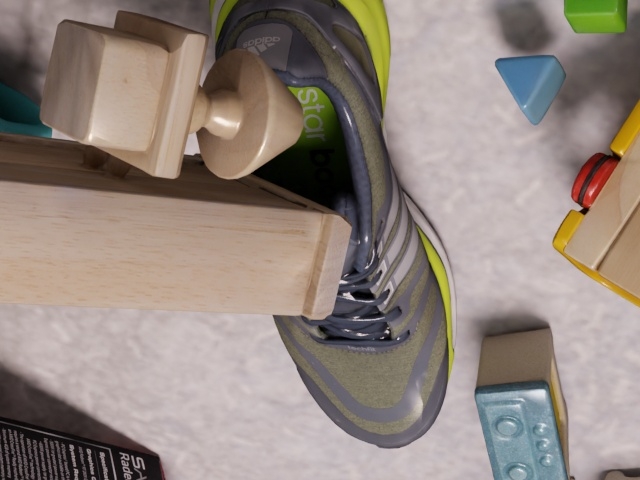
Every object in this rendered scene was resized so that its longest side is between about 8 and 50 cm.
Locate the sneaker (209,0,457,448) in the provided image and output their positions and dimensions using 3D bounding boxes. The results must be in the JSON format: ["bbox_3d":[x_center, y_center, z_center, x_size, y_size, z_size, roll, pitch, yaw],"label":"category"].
[{"bbox_3d":[0.000,0.000,0.755,0.111,0.121,0.300,-10,122,15],"label":"sneaker"}]

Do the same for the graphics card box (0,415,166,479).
[{"bbox_3d":[-0.296,0.182,0.858,0.371,0.094,0.233,21,130,-39],"label":"graphics card box"}]

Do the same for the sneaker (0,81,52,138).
[{"bbox_3d":[-0.211,-0.144,0.721,0.110,0.107,0.275,-16,127,-4],"label":"sneaker"}]

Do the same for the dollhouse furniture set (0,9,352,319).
[{"bbox_3d":[-0.066,-0.161,0.583,0.174,0.303,0.355,6,102,-39],"label":"dollhouse furniture set"}]

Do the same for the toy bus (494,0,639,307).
[{"bbox_3d":[0.203,-0.044,0.705,0.202,0.190,0.104,-14,164,18],"label":"toy bus"}]

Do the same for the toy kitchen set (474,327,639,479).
[{"bbox_3d":[0.202,0.137,0.819,0.207,0.122,0.166,-8,122,13],"label":"toy kitchen set"}]
